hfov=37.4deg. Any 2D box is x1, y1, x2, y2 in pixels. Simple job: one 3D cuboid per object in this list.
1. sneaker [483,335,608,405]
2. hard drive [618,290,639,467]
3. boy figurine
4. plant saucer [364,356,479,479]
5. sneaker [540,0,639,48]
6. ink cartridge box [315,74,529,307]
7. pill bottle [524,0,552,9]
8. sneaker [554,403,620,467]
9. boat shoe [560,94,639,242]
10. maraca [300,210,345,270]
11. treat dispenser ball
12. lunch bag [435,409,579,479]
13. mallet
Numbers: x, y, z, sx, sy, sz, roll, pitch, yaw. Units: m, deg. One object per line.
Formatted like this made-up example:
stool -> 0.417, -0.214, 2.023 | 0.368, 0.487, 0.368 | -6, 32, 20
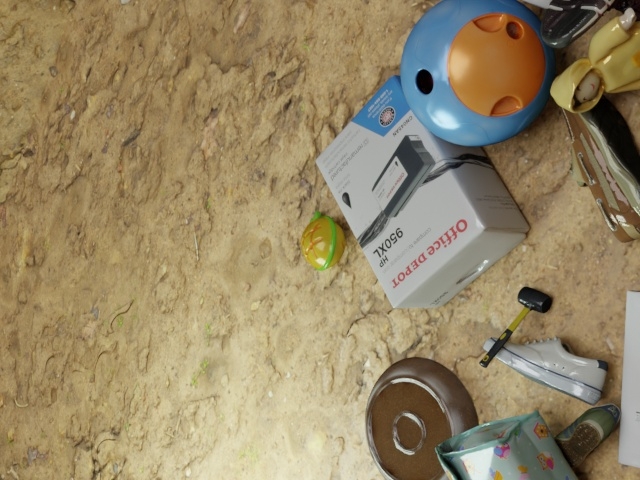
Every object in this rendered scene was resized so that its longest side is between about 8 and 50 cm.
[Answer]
sneaker -> 0.429, 0.225, 1.788 | 0.258, 0.094, 0.091 | 22, 81, 42
hard drive -> 0.617, 0.248, 1.619 | 0.203, 0.040, 0.308 | 4, 92, 45
boy figurine -> 0.522, -0.314, 1.594 | 0.285, 0.177, 0.092 | -26, 47, 13
plant saucer -> 0.201, 0.407, 2.024 | 0.310, 0.050, 0.311 | -1, 89, 44
sneaker -> 0.507, -0.407, 1.635 | 0.281, 0.162, 0.106 | -51, 40, -6
ink cartridge box -> 0.201, -0.096, 1.950 | 0.285, 0.166, 0.395 | -46, 60, 35
pill bottle -> 0.444, -0.585, 1.713 | 0.176, 0.176, 0.319 | 37, 115, 39
sneaker -> 0.488, 0.354, 1.730 | 0.064, 0.086, 0.192 | 48, 153, 15
boat shoe -> 0.499, -0.141, 1.691 | 0.120, 0.122, 0.324 | -43, 60, 39
maraca -> 0.000, 0.000, 2.201 | 0.186, 0.099, 0.127 | -133, 58, -65
treat dispenser ball -> 0.295, -0.321, 1.776 | 0.288, 0.288, 0.288 | -1, 88, 45
lunch bag -> 0.342, 0.463, 1.787 | 0.262, 0.160, 0.223 | -33, 85, 52
mallet -> 0.360, 0.164, 1.811 | 0.189, 0.039, 0.062 | -43, 43, -10
